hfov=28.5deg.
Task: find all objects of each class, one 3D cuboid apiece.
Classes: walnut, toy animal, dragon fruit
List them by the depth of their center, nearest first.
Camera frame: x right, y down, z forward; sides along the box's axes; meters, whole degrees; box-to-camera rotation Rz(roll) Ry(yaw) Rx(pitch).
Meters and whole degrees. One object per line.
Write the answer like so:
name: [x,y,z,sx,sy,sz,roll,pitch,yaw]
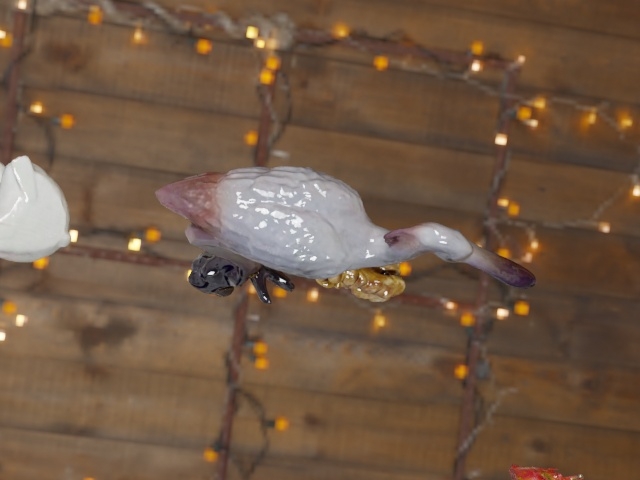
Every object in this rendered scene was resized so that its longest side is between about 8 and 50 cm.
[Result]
toy animal: [-0.003,-0.009,1.071,0.324,0.195,0.090,-4,65,39]
toy animal: [-0.448,-0.041,1.713,0.282,0.138,0.140,10,75,50]
dragon fruit: [0.356,0.406,1.909,0.153,0.111,0.153,-13,-90,-85]
walnut: [0.046,0.042,1.947,0.069,0.170,0.143,-61,17,25]
